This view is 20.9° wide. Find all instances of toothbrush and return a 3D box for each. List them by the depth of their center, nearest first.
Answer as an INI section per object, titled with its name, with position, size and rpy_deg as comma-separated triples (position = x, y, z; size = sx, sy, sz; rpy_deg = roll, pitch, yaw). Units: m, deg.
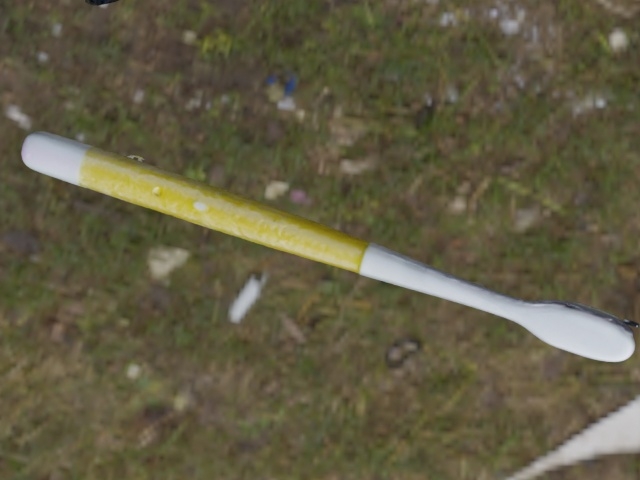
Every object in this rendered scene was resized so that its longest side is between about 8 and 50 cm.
[toothbrush]
position = 0.000, 0.000, 0.763
size = 0.288, 0.024, 0.021
rpy_deg = 18, 100, 12

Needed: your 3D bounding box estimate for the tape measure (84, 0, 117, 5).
[tape measure]
position = -0.008, -0.162, 0.443
size = 0.164, 0.330, 0.084
rpy_deg = -4, 126, 3
